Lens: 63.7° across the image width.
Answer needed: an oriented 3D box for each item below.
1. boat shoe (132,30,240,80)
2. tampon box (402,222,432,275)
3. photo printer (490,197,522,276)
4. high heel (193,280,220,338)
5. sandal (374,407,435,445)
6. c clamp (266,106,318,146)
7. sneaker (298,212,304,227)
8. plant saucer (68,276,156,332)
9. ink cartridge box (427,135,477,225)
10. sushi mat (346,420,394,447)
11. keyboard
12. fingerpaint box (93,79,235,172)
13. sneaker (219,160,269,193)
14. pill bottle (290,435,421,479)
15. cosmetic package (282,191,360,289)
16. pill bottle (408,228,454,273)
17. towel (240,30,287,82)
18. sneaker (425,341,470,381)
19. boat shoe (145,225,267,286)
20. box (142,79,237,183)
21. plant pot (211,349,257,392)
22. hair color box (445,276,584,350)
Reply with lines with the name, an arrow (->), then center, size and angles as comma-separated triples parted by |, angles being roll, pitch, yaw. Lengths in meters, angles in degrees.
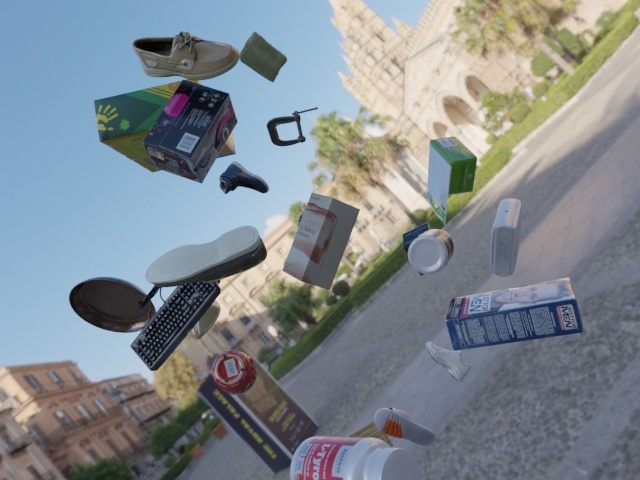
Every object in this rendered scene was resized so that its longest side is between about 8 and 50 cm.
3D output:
boat shoe -> -0.369, -0.511, 1.406 | 0.098, 0.301, 0.109 | 68, -149, -57
tampon box -> 0.419, 0.036, 2.076 | 0.120, 0.161, 0.101 | -26, 25, 21
photo printer -> 0.819, -0.025, 2.261 | 0.307, 0.107, 0.256 | -51, -40, -51
high heel -> -0.448, 0.271, 1.950 | 0.186, 0.093, 0.262 | -40, 33, 48
sandal -> 0.319, 0.710, 1.987 | 0.102, 0.265, 0.076 | -58, 13, 16
c clamp -> -0.075, -0.298, 1.389 | 0.137, 0.022, 0.161 | -8, -20, -4
sneaker -> -0.043, -0.027, 2.660 | 0.101, 0.268, 0.106 | -23, 21, 3
plant saucer -> -0.757, 0.230, 1.897 | 0.311, 0.310, 0.050 | -49, 27, 37
ink cartridge box -> 0.453, -0.209, 1.811 | 0.096, 0.189, 0.255 | -10, -54, -7
sushi mat -> 0.146, 0.815, 1.964 | 0.316, 0.152, 0.019 | -15, -29, -38
keyboard -> -0.431, 0.190, 1.454 | 0.317, 0.201, 0.033 | -50, -24, 5
fingerpaint box -> -0.557, -0.418, 1.934 | 0.370, 0.163, 0.445 | -11, -7, 4
sneaker -> -0.369, -0.257, 2.425 | 0.163, 0.226, 0.086 | -56, -3, -40
pill bottle -> 0.106, 0.739, 1.621 | 0.407, 0.229, 0.229 | -23, 12, 47
cosmetic package -> 0.000, 0.000, 1.760 | 0.153, 0.129, 0.297 | 19, 88, 58
pill bottle -> 0.391, 0.030, 1.779 | 0.131, 0.131, 0.229 | -46, -10, 23
towel -> -0.191, -0.609, 1.718 | 0.110, 0.148, 0.027 | -58, 27, 1
sneaker -> 0.595, 0.539, 2.393 | 0.115, 0.232, 0.090 | -47, -11, -4
boat shoe -> -0.281, 0.059, 1.281 | 0.304, 0.109, 0.091 | -19, -42, 4
box -> -0.375, -0.319, 1.523 | 0.142, 0.163, 0.248 | 84, -153, -66
plant pot -> -0.394, 0.591, 2.326 | 0.191, 0.191, 0.174 | -43, -20, -10
hair color box -> 0.548, 0.210, 1.477 | 0.346, 0.105, 0.174 | -14, 11, 23
